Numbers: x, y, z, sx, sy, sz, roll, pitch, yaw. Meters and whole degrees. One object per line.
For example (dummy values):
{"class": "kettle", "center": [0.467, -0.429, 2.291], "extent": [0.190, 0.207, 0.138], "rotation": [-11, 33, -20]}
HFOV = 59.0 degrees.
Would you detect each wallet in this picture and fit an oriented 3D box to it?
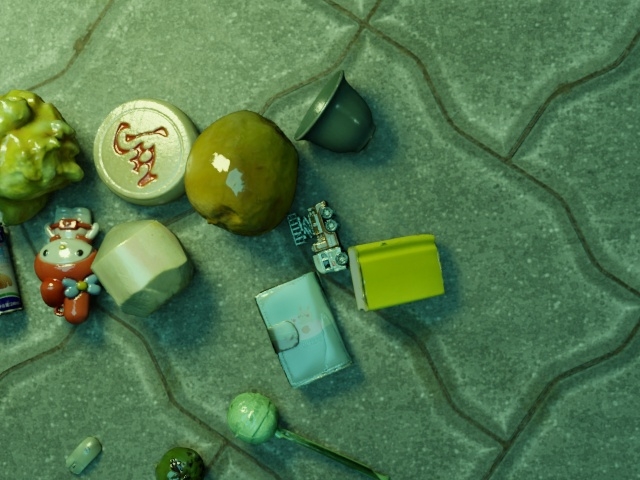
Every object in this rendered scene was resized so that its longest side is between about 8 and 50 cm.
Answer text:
{"class": "wallet", "center": [-0.044, 0.219, 1.398], "extent": [0.176, 0.075, 0.251], "rotation": [-22, 87, -1]}

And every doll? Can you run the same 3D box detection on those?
{"class": "doll", "center": [-0.622, 0.063, 1.402], "extent": [0.160, 0.130, 0.291], "rotation": [1, 74, -10]}

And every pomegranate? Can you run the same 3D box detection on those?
{"class": "pomegranate", "center": [-0.359, 0.575, 1.402], "extent": [0.161, 0.122, 0.122], "rotation": [-16, 88, 40]}

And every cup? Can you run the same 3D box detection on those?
{"class": "cup", "center": [0.053, -0.285, 1.361], "extent": [0.150, 0.199, 0.199], "rotation": [32, 91, -15]}

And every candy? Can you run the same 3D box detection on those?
{"class": "candy", "center": [-0.027, 0.505, 1.390], "extent": [0.439, 0.119, 0.119], "rotation": [28, 91, -4]}

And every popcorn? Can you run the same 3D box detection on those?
{"class": "popcorn", "center": [-0.719, -0.193, 1.357], "extent": [0.289, 0.321, 0.326], "rotation": [-6, 106, -14]}

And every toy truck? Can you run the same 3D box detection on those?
{"class": "toy truck", "center": [0.000, 0.000, 1.396], "extent": [0.115, 0.080, 0.178], "rotation": [-19, 87, 8]}

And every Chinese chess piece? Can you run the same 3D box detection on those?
{"class": "Chinese chess piece", "center": [-0.426, -0.219, 1.410], "extent": [0.273, 0.102, 0.274], "rotation": [0, 90, 3]}

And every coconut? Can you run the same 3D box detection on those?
{"class": "coconut", "center": [-0.426, 0.054, 1.351], "extent": [0.241, 0.241, 0.241], "rotation": [0, 89, 3]}

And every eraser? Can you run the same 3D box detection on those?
{"class": "eraser", "center": [0.181, 0.074, 1.355], "extent": [0.225, 0.069, 0.158], "rotation": [-10, 91, -19]}

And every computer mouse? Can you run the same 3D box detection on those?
{"class": "computer mouse", "center": [-0.610, 0.554, 1.444], "extent": [0.056, 0.032, 0.110], "rotation": [43, 92, 3]}

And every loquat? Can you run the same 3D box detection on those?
{"class": "loquat", "center": [-0.177, -0.154, 1.323], "extent": [0.276, 0.276, 0.284], "rotation": [30, 88, 3]}

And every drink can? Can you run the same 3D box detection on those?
{"class": "drink can", "center": [-0.829, 0.076, 1.431], "extent": [0.097, 0.097, 0.235], "rotation": [-13, 89, 3]}
